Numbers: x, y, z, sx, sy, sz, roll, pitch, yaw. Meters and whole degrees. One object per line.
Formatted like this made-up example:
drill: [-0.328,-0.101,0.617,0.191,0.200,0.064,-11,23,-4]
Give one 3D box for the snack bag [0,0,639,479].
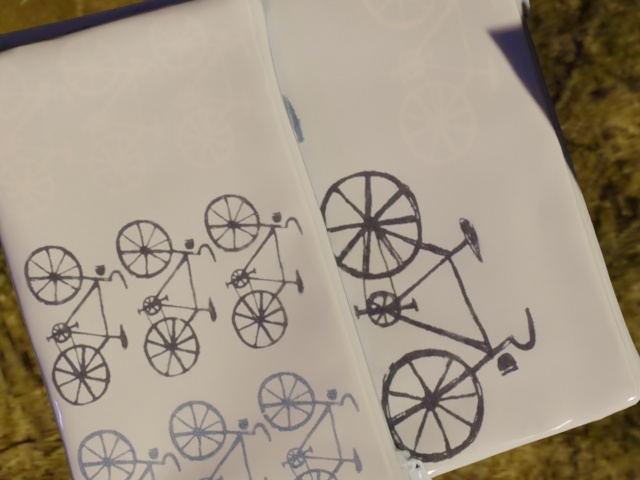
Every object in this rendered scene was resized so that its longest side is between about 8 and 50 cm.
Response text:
snack bag: [0.000,0.000,0.808,0.343,0.037,0.323,-16,86,-11]
